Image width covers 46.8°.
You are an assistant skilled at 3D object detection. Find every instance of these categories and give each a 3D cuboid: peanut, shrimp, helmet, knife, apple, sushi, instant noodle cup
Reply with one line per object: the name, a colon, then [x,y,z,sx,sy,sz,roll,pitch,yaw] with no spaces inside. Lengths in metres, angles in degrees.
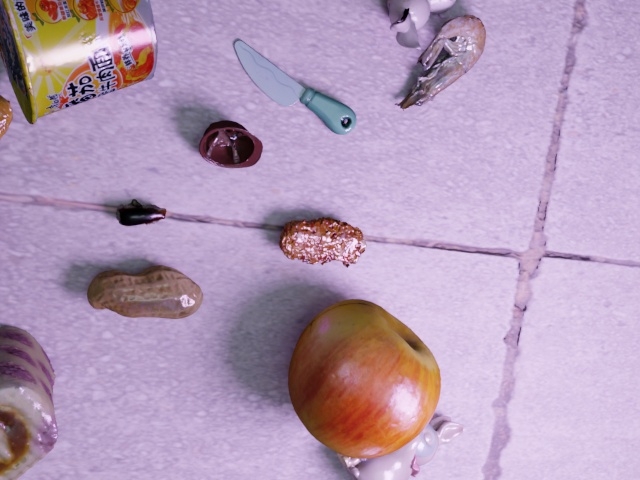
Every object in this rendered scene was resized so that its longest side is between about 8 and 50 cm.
peanut: [-0.296,0.089,1.261,0.194,0.083,0.093,7,110,-21]
shrimp: [0.222,-0.332,1.379,0.223,0.047,0.126,-43,139,-3]
helmet: [-0.158,-0.176,1.284,0.111,0.057,0.089,11,130,-26]
knife: [-0.051,-0.266,1.326,0.260,0.034,0.063,29,95,-15]
apple: [0.072,0.246,1.314,0.286,0.286,0.233,36,103,-20]
sushi: [-0.305,-0.047,1.258,0.083,0.046,0.044,-5,99,-18]
instant noodle cup: [-0.369,-0.320,1.095,0.200,0.264,0.264,-18,104,-23]

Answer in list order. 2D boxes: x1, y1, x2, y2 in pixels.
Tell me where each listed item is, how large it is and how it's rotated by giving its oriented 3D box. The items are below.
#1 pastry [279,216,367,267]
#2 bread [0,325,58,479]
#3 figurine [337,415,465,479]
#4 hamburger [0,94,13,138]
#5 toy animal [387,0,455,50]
pastry: [0.001,-0.003,1.367,0.170,0.063,0.087,7,105,-25]
bread: [-0.490,0.245,1.084,0.187,0.338,0.155,-39,109,-13]
figurine: [0.160,0.396,1.454,0.235,0.127,0.155,-39,99,-16]
hamburger: [-0.526,-0.193,1.160,0.076,0.044,0.083,14,91,-21]
toy animal: [0.164,-0.423,1.327,0.182,0.127,0.131,-41,116,-21]
